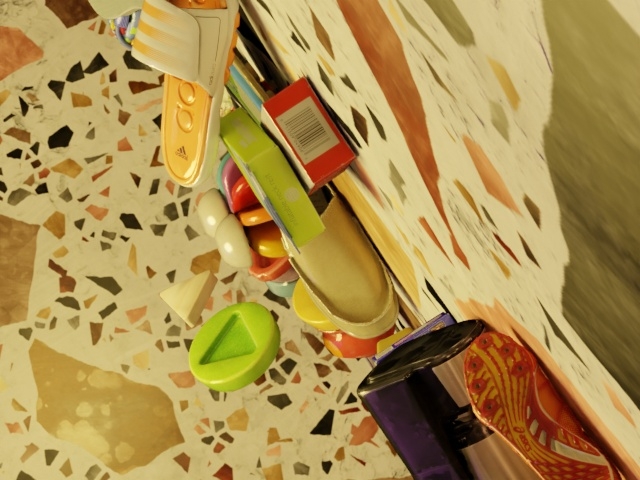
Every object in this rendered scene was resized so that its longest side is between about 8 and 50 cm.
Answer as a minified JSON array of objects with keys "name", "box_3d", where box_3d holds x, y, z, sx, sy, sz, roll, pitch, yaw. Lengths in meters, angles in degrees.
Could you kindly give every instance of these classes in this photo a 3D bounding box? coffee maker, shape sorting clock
[{"name":"coffee maker","box_3d":[0.111,0.180,1.210,0.178,0.171,0.120,59,-167,-4]},{"name":"shape sorting clock","box_3d":[-0.069,-0.169,1.550,0.206,0.040,0.206,52,176,6]}]

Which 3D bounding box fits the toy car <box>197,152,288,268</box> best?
[{"name":"toy car","box_3d":[-0.081,-0.060,1.814,0.182,0.159,0.136,-127,19,-52]}]

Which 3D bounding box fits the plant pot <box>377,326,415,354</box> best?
[{"name":"plant pot","box_3d":[0.113,0.161,1.755,0.083,0.081,0.081,63,178,17]}]

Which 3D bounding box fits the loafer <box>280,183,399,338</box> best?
[{"name":"loafer","box_3d":[0.000,0.000,1.638,0.268,0.102,0.092,56,-178,13]}]

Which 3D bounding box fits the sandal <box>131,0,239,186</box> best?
[{"name":"sandal","box_3d":[-0.144,-0.170,1.365,0.102,0.076,0.265,25,121,37]}]

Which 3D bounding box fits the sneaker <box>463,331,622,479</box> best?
[{"name":"sneaker","box_3d":[0.166,0.144,1.038,0.175,0.064,0.067,58,-173,32]}]

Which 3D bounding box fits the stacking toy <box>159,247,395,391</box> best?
[{"name":"stacking toy","box_3d":[-0.053,0.096,1.878,0.130,0.279,0.309,52,-179,-39]}]

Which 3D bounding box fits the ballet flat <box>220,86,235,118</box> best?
[{"name":"ballet flat","box_3d":[-0.152,-0.208,2.031,0.091,0.077,0.241,56,177,4]}]

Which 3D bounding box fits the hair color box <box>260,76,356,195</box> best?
[{"name":"hair color box","box_3d":[-0.015,-0.100,1.349,0.093,0.053,0.167,57,175,0]}]

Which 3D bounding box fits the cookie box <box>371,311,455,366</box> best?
[{"name":"cookie box","box_3d":[0.119,0.141,1.377,0.107,0.092,0.040,57,179,-2]}]

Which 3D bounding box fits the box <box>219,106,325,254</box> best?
[{"name":"box","box_3d":[-0.053,-0.064,1.391,0.109,0.042,0.178,59,177,-26]}]

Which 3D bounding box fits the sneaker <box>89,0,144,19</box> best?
[{"name":"sneaker","box_3d":[-0.175,-0.302,1.487,0.258,0.091,0.094,10,133,56]}]

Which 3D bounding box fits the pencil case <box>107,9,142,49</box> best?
[{"name":"pencil case","box_3d":[-0.292,-0.387,1.908,0.306,0.133,0.119,53,142,39]}]

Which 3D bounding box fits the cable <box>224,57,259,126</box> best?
[{"name":"cable","box_3d":[-0.092,-0.175,1.766,0.184,0.047,0.150,57,176,-10]}]
